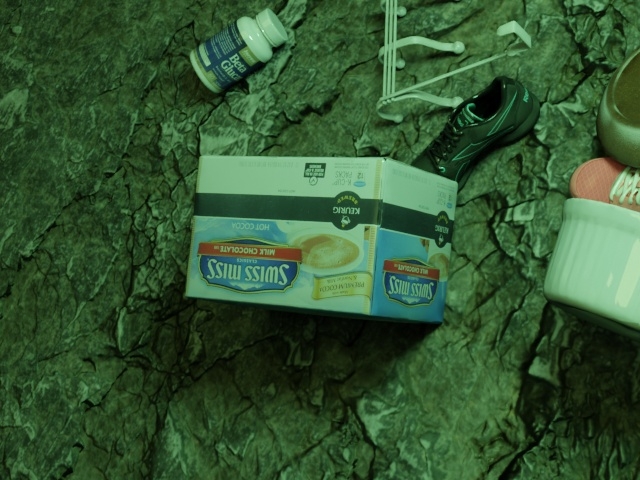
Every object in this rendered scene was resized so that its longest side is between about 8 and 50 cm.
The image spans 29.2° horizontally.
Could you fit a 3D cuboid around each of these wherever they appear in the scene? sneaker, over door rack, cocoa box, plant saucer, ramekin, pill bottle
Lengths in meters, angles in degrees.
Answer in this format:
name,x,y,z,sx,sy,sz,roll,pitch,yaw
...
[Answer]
name,x,y,z,sx,sy,sz,roll,pitch,yaw
sneaker,0.477,-0.064,1.701,0.313,0.136,0.116,23,80,38
over door rack,0.225,-0.348,1.999,0.324,0.108,0.240,-26,53,45
cocoa box,0.000,0.000,1.884,0.347,0.231,0.228,4,85,33
plant saucer,0.525,-0.226,1.735,0.310,0.050,0.311,-27,34,20
ramekin,0.424,0.058,1.594,0.277,0.277,0.135,20,87,37
sneaker,0.216,-0.161,1.933,0.267,0.106,0.101,-41,54,10
pill bottle,-0.148,-0.352,2.260,0.169,0.094,0.094,-31,54,16
